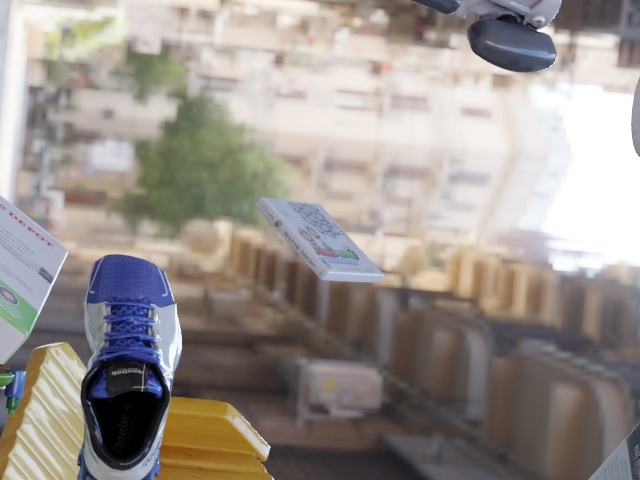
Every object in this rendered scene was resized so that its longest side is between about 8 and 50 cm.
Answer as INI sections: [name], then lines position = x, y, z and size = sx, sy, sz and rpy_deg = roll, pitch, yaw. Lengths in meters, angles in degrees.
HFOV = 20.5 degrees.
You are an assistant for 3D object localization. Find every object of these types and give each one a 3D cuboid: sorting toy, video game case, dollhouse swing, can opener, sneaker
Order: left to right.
[sorting toy]
position = -0.303, 0.137, 1.620
size = 0.102, 0.061, 0.042
rpy_deg = -169, -93, -82
[sneaker]
position = -0.225, 0.154, 2.130
size = 0.182, 0.127, 0.315
rpy_deg = 114, -21, -64
[dollhouse swing]
position = -0.256, 0.338, 2.498
size = 0.305, 0.315, 0.347
rpy_deg = 80, 18, -48
[video game case]
position = 0.000, 0.000, 2.332
size = 0.019, 0.157, 0.143
rpy_deg = -50, -114, 19
[can opener]
position = 0.135, -0.244, 1.763
size = 0.076, 0.283, 0.095
rpy_deg = -41, -131, 36

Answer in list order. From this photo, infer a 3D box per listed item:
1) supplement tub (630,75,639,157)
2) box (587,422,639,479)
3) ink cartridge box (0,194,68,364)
[supplement tub]
position = 0.488, -0.146, 2.121
size = 0.144, 0.200, 0.144
rpy_deg = -24, 118, -56
[box]
position = 0.315, 0.315, 1.935
size = 0.244, 0.060, 0.100
rpy_deg = -56, -160, 36
[ink cartridge box]
position = -0.443, 0.038, 2.189
size = 0.115, 0.198, 0.273
rpy_deg = -47, -168, 17
